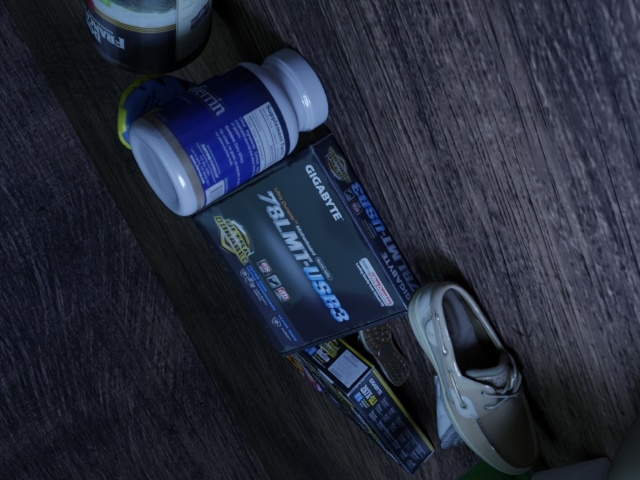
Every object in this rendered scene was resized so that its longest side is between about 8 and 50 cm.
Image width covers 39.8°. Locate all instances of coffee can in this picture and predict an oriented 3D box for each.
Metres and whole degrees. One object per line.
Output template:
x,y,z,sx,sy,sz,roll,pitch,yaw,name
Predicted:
-0.253,-0.400,1.291,0.201,0.201,0.275,52,160,12,coffee can

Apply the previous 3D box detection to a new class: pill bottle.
-0.127,-0.162,1.270,0.153,0.264,0.153,45,157,26,pill bottle

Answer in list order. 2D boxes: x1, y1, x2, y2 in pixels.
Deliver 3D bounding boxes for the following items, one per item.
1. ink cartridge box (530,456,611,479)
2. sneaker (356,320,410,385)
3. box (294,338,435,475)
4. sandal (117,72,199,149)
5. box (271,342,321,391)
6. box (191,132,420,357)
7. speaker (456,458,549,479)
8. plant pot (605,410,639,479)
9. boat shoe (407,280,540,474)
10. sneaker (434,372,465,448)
0.382,0.488,1.134,0.119,0.207,0.353,-26,98,34,ink cartridge box
0.089,0.175,1.579,0.086,0.064,0.192,19,142,53,sneaker
0.063,0.285,1.702,0.257,0.079,0.322,33,163,46,box
-0.180,-0.195,1.395,0.138,0.317,0.126,15,109,34,sandal
-0.066,0.179,1.971,0.201,0.057,0.293,38,153,42,box
-0.026,0.019,1.411,0.293,0.073,0.296,-23,102,41,box
0.217,0.437,1.337,0.131,0.296,0.131,47,159,25,speaker
0.388,0.300,0.878,0.284,0.191,0.284,48,160,24,plant pot
0.226,0.193,1.231,0.302,0.109,0.098,63,162,-1,boat shoe
0.219,0.254,1.398,0.235,0.090,0.095,88,161,-54,sneaker
